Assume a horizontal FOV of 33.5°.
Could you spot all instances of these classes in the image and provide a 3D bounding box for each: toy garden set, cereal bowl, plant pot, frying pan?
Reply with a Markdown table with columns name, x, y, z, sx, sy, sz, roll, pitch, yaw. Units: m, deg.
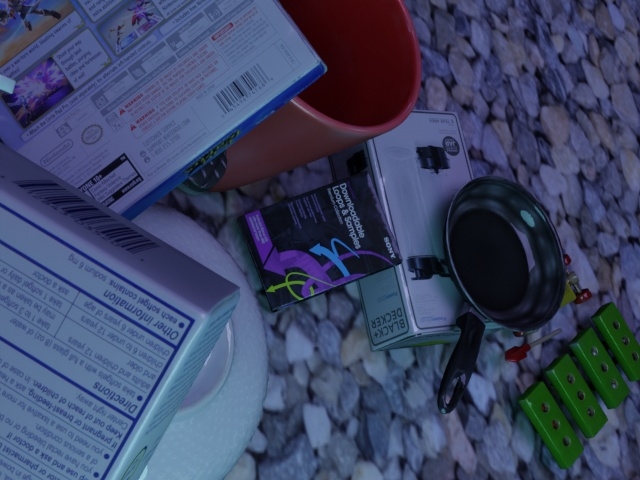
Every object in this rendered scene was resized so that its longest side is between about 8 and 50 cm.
| name | x | y | z | sx | sy | sz | roll | pitch | yaw |
| --- | --- | --- | --- | --- | --- | --- | --- | --- | --- |
| toy garden set | 0.324 | 0.154 | 1.435 | 0.244 | 0.049 | 0.204 | -37 | 97 | -39 |
| cereal bowl | -0.186 | 0.102 | 1.023 | 0.339 | 0.141 | 0.339 | 14 | 63 | -30 |
| plant pot | -0.069 | -0.186 | 1.140 | 0.275 | 0.243 | 0.275 | 23 | 54 | -36 |
| frying pan | 0.213 | 0.075 | 1.267 | 0.197 | 0.053 | 0.326 | 22 | 62 | -28 |

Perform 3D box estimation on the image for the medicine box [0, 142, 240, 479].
| name | x | y | z | sx | sy | sz | roll | pitch | yaw |
| --- | --- | --- | --- | --- | --- | --- | --- | --- | --- |
| medicine box | -0.251 | 0.103 | 0.831 | 0.263 | 0.149 | 0.289 | 31 | 97 | 4 |

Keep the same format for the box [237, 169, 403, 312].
| name | x | y | z | sx | sy | sz | roll | pitch | yaw |
| --- | --- | --- | --- | --- | --- | --- | --- | --- | --- |
| box | 0.000 | 0.000 | 1.218 | 0.162 | 0.029 | 0.116 | -21 | 83 | -7 |

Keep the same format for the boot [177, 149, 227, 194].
| name | x | y | z | sx | sy | sz | roll | pitch | yaw |
| --- | --- | --- | --- | --- | --- | --- | --- | --- | --- |
| boot | -0.214 | -0.106 | 1.062 | 0.246 | 0.161 | 0.083 | 42 | 43 | 3 |

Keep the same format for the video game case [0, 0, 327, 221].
| name | x | y | z | sx | sy | sz | roll | pitch | yaw |
| --- | --- | --- | --- | --- | --- | --- | --- | --- | --- |
| video game case | -0.173 | -0.170 | 0.944 | 0.244 | 0.269 | 0.061 | 54 | 5 | 4 |

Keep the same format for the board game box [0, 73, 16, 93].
| name | x | y | z | sx | sy | sz | roll | pitch | yaw |
| --- | --- | --- | --- | --- | --- | --- | --- | --- | --- |
| board game box | -0.462 | -0.162 | 0.790 | 0.390 | 0.390 | 0.050 | 18 | 88 | -30 |

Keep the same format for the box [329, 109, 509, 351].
| name | x | y | z | sx | sy | sz | roll | pitch | yaw |
| --- | --- | --- | --- | --- | --- | --- | --- | --- | --- |
| box | 0.119 | -0.015 | 1.325 | 0.169 | 0.087 | 0.290 | -3 | 73 | -37 |
